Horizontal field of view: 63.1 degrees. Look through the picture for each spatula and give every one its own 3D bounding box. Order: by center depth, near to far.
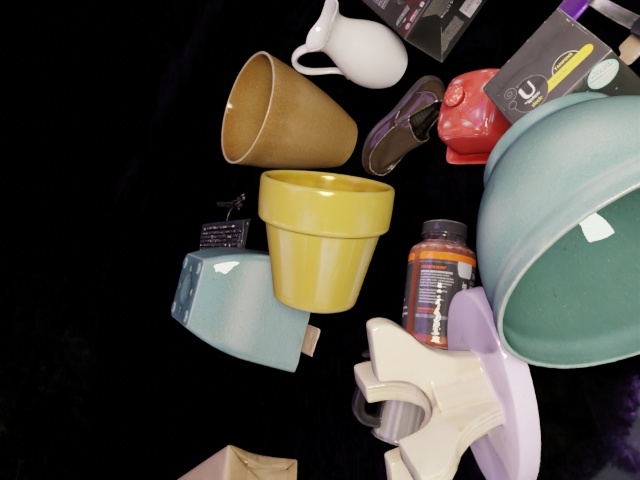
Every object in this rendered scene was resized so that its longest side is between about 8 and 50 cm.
[{"bbox_3d":[0.394,-0.293,0.676,0.084,0.030,0.296,-52,30,25],"label":"spatula"}]

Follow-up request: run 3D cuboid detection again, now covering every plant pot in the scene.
[{"bbox_3d":[0.287,-0.030,0.541,0.293,0.293,0.196,-50,36,32],"label":"plant pot"},{"bbox_3d":[0.000,0.000,1.000,0.254,0.254,0.239,29,115,56],"label":"plant pot"},{"bbox_3d":[-0.054,-0.250,1.146,0.237,0.254,0.237,-27,56,50],"label":"plant pot"},{"bbox_3d":[-0.188,0.133,1.179,0.248,0.252,0.247,9,84,61],"label":"plant pot"}]

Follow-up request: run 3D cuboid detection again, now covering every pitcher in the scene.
[{"bbox_3d":[0.060,-0.383,1.081,0.178,0.207,0.125,-31,52,47],"label":"pitcher"}]

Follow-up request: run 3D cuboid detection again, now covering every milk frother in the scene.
[{"bbox_3d":[0.119,0.245,0.857,0.143,0.129,0.134,35,-111,-80],"label":"milk frother"}]

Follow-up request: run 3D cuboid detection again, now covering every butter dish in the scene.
[{"bbox_3d":[0.244,-0.210,0.824,0.160,0.118,0.159,11,87,56],"label":"butter dish"}]

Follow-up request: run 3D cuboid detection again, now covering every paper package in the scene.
[{"bbox_3d":[-0.202,0.618,1.053,0.325,0.168,0.309,-44,34,39],"label":"paper package"}]

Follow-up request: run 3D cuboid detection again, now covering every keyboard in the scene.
[{"bbox_3d":[-0.305,-0.043,1.637,0.317,0.033,0.201,-2,75,54],"label":"keyboard"}]

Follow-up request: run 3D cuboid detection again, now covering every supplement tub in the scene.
[{"bbox_3d":[0.184,0.071,0.806,0.106,0.106,0.197,-8,71,54],"label":"supplement tub"}]

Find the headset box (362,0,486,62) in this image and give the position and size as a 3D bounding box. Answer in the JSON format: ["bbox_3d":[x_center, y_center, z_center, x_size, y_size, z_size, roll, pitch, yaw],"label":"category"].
[{"bbox_3d":[0.202,-0.520,1.017,0.218,0.110,0.293,-54,39,27],"label":"headset box"}]

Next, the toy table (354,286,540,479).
[{"bbox_3d":[0.151,0.205,0.644,0.252,0.161,0.274,-171,69,-80],"label":"toy table"}]

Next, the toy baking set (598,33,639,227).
[{"bbox_3d":[0.386,-0.141,0.674,0.197,0.030,0.256,-20,61,48],"label":"toy baking set"}]

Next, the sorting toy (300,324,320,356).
[{"bbox_3d":[-0.030,0.216,1.144,0.083,0.012,0.062,7,81,56],"label":"sorting toy"}]

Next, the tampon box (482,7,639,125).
[{"bbox_3d":[0.305,-0.170,0.627,0.120,0.161,0.101,-49,43,30],"label":"tampon box"}]

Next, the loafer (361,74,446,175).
[{"bbox_3d":[0.158,-0.204,0.980,0.220,0.080,0.078,-54,38,27],"label":"loafer"}]
